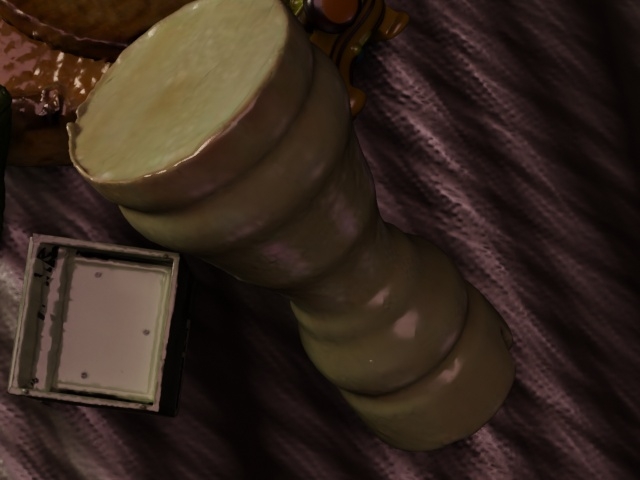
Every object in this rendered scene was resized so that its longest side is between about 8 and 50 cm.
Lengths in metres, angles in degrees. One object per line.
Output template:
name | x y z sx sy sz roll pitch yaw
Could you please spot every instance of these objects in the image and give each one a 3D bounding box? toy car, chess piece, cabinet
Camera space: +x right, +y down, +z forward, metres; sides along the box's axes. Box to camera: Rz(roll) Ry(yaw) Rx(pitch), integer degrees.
toy car | -0.021 -0.166 1.521 0.142 0.200 0.248 39 77 -22
chess piece | 0.000 0.000 1.377 0.234 0.234 0.442 -47 126 -7
cabinet | -0.205 0.085 1.460 0.150 0.206 0.145 8 82 0

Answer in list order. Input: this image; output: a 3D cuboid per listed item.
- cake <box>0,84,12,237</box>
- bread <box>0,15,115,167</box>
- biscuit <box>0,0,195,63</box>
cake | -0.359 -0.056 1.460 0.100 0.235 0.099 24 47 7
bread | -0.276 -0.179 1.535 0.244 0.134 0.244 0 85 0
biscuit | -0.193 -0.294 1.484 0.318 0.040 0.318 7 55 -10
